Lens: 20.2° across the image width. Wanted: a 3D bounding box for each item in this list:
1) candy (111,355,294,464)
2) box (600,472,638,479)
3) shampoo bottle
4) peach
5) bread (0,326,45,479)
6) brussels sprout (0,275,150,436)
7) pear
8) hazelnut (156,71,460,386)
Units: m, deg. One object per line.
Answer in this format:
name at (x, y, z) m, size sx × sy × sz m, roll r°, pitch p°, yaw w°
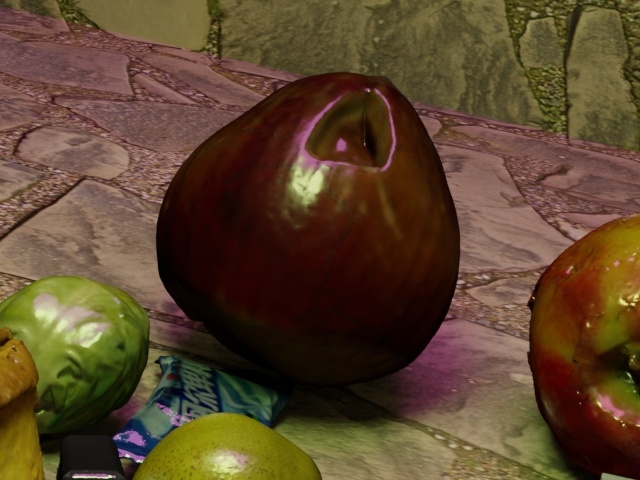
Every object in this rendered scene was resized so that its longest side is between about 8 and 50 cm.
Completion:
candy at (-0.135, 0.208, 2.088) m, size 0.187 × 0.077 × 0.331 m, roll 13°, pitch 19°, yaw 4°
box at (0.287, 0.370, 1.633) m, size 0.117 × 0.225 × 0.225 m, roll 12°, pitch 22°, yaw 6°
shampoo bottle at (-0.223, 0.259, 1.754) m, size 0.071 × 0.098 × 0.309 m, roll 6°, pitch 1°, yaw -10°
peach at (0.422, 0.115, 2.186) m, size 0.353 × 0.339 × 0.416 m, roll 18°, pitch 18°, yaw 21°
bread at (-0.428, 0.205, 1.634) m, size 0.398 × 0.215 × 0.398 m, roll -15°, pitch 10°, yaw 3°
brussels sprout at (-0.294, 0.136, 2.049) m, size 0.223 × 0.223 × 0.161 m, roll -10°, pitch 62°, yaw -40°
pear at (-0.092, 0.263, 1.811) m, size 0.198 × 0.198 × 0.198 m, roll 8°, pitch 21°, yaw -3°
hazelnut at (0.000, 0.000, 2.228) m, size 0.402 × 0.402 × 0.429 m, roll 6°, pitch -13°, yaw -7°
